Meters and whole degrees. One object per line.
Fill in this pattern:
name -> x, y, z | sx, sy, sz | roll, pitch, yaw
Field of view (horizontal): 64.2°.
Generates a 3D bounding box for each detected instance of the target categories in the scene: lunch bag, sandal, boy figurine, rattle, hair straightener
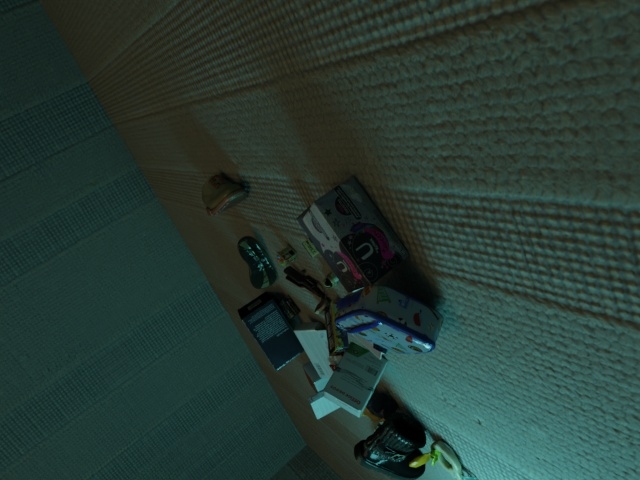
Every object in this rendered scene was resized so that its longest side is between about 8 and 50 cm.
lunch bag -> 0.166, 0.214, 1.360 | 0.243, 0.115, 0.303 | 24, 160, -8
sandal -> -0.272, 0.090, 2.220 | 0.086, 0.120, 0.303 | -109, 2, -54
boy figurine -> 0.218, 0.681, 2.071 | 0.177, 0.092, 0.285 | 34, 159, 0
rattle -> 0.436, 0.813, 1.775 | 0.200, 0.142, 0.130 | 54, 140, 17
hair straightener -> -0.062, 0.157, 1.944 | 0.230, 0.047, 0.089 | 34, 150, 40

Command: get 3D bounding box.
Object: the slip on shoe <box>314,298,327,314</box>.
slip on shoe -> 0.012, 0.257, 1.947 | 0.041, 0.051, 0.135 | 24, 152, -5

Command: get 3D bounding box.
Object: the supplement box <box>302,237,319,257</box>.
supplement box -> 0.000, 0.000, 1.550 | 0.056, 0.083, 0.083 | 53, 157, 1

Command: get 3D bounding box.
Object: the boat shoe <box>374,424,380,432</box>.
boat shoe -> 0.272, 0.919, 2.324 | 0.068, 0.072, 0.190 | 27, 145, 48

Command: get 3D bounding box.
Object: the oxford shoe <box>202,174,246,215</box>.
oxford shoe -> -0.407, -0.190, 2.030 | 0.397, 0.140, 0.147 | -8, 108, 63

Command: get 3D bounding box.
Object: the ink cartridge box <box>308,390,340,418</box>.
ink cartridge box -> 0.039, 0.766, 2.448 | 0.045, 0.179, 0.145 | 48, 160, 48

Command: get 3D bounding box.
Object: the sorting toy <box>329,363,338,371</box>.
sorting toy -> 0.143, 0.547, 2.071 | 0.132, 0.046, 0.274 | 54, 151, -10

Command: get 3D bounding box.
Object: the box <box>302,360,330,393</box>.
box -> -0.003, 0.674, 2.474 | 0.130, 0.091, 0.171 | 45, 160, 47

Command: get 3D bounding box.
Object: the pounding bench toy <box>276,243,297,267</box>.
pounding bench toy -> -0.129, 0.068, 1.929 | 0.052, 0.065, 0.083 | 44, 156, 24

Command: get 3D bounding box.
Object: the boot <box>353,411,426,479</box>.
boot -> 0.329, 0.794, 1.954 | 0.260, 0.347, 0.131 | -51, 31, 29

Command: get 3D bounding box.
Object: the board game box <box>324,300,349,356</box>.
board game box -> 0.056, 0.317, 1.830 | 0.141, 0.048, 0.170 | 116, 149, -64

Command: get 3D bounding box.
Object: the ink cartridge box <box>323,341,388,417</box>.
ink cartridge box -> 0.122, 0.487, 1.790 | 0.153, 0.208, 0.087 | 26, 149, 17

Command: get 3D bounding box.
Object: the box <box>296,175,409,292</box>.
box -> 0.077, -0.010, 1.306 | 0.247, 0.142, 0.163 | 54, 158, 0

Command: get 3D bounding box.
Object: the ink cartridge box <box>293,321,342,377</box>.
ink cartridge box -> 0.041, 0.469, 2.172 | 0.238, 0.060, 0.275 | -10, 116, 38

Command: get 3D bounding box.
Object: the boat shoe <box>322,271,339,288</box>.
boat shoe -> 0.030, 0.139, 1.738 | 0.050, 0.045, 0.135 | 50, 157, 11

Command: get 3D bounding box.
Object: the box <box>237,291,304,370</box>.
box -> -0.239, 0.426, 2.450 | 0.294, 0.182, 0.296 | 59, 170, -8

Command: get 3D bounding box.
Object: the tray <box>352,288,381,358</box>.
tray -> 0.157, 0.245, 1.613 | 0.145, 0.030, 0.270 | 36, 142, 36

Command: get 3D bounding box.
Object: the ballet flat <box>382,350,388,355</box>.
ballet flat -> 0.200, 0.356, 1.714 | 0.041, 0.041, 0.114 | 33, 150, 42

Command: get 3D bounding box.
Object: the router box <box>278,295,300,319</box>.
router box -> -0.143, 0.309, 2.333 | 0.092, 0.038, 0.122 | 53, 158, 6
